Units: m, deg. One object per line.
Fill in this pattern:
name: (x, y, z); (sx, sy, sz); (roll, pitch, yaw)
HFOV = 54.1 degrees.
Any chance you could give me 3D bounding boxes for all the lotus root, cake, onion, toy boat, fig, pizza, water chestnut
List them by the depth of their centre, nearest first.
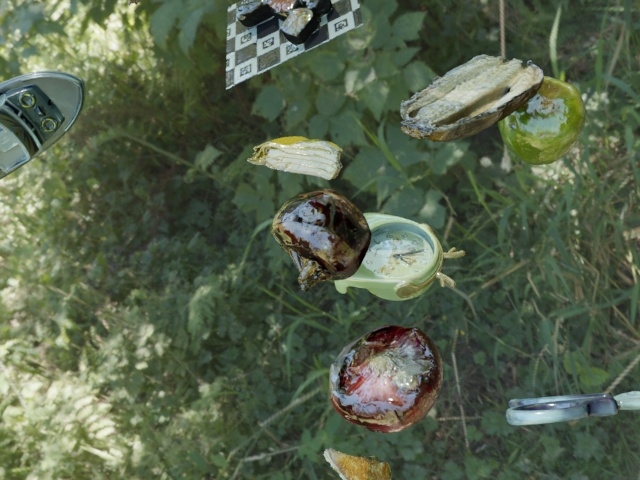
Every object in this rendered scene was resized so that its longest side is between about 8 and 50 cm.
toy boat: (-0.465, -0.151, 0.897); (0.296, 0.114, 0.122); (-29, 38, 5)
lotus root: (0.266, -0.236, 1.109); (0.329, 0.078, 0.167); (-33, 43, -31)
cake: (-0.054, -0.170, 1.218); (0.185, 0.116, 0.079); (31, 115, 45)
fig: (0.440, -0.222, 1.276); (0.167, 0.233, 0.167); (-1, 50, 1)
water chestnut: (0.000, 0.000, 1.393); (0.224, 0.223, 0.238); (17, 69, 46)
onion: (0.158, 0.325, 1.425); (0.272, 0.195, 0.272); (-23, 33, 16)
pizza: (0.087, 0.595, 1.590); (0.052, 0.195, 0.185); (-59, -7, 30)

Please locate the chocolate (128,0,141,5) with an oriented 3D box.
chocolate: (-0.468, -0.588, 1.219); (0.102, 0.329, 0.065); (-56, 1, -17)

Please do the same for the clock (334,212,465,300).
clock: (0.198, 0.051, 1.576); (0.308, 0.096, 0.235); (11, 48, 19)

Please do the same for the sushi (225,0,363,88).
sushi: (-0.089, -0.557, 1.484); (0.359, 0.064, 0.343); (-20, 50, 19)

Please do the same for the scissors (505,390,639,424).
scissors: (0.446, 0.217, 0.843); (0.384, 0.256, 0.029); (-8, 77, 18)
